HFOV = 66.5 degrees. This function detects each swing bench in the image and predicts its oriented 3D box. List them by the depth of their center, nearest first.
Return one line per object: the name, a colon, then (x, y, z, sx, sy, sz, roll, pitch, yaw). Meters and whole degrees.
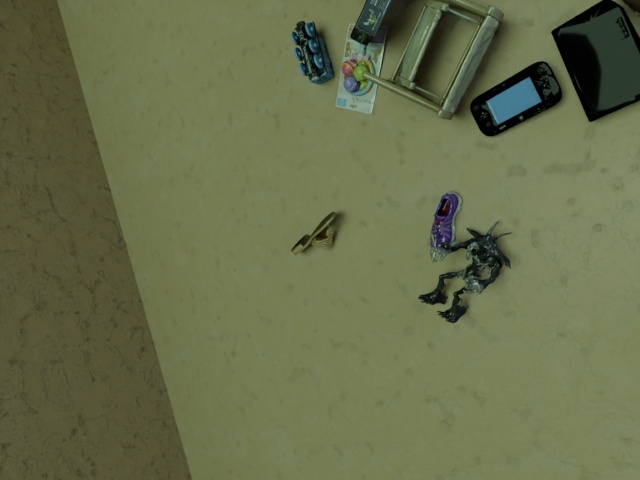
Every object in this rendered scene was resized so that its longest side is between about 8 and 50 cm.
swing bench: (0.282, -0.462, 1.192, 0.255, 0.165, 0.253, 36, 117, 24)

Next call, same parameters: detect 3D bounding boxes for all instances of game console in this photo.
game console: (0.507, -0.335, 1.077, 0.361, 0.044, 0.213, -25, 84, 45)

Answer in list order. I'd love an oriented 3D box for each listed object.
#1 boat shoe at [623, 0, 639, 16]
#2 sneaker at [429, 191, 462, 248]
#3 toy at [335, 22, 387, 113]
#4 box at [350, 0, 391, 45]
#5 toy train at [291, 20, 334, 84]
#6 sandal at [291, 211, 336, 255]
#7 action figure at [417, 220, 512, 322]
boat shoe: (0.610, -0.481, 0.938, 0.095, 0.095, 0.257, -16, 70, -3)
sneaker: (0.315, -0.046, 1.279, 0.068, 0.071, 0.169, 19, 109, 36)
toy: (0.102, -0.496, 1.399, 0.137, 0.056, 0.237, 24, 111, 36)
box: (0.154, -0.625, 1.236, 0.059, 0.183, 0.232, 23, 104, -8)
toy train: (-0.025, -0.562, 1.462, 0.080, 0.105, 0.184, -17, 86, 31)
sandal: (0.003, -0.004, 1.556, 0.079, 0.088, 0.240, 42, 134, -10)
action figure: (0.360, 0.076, 1.217, 0.164, 0.141, 0.275, 48, 125, 38)
